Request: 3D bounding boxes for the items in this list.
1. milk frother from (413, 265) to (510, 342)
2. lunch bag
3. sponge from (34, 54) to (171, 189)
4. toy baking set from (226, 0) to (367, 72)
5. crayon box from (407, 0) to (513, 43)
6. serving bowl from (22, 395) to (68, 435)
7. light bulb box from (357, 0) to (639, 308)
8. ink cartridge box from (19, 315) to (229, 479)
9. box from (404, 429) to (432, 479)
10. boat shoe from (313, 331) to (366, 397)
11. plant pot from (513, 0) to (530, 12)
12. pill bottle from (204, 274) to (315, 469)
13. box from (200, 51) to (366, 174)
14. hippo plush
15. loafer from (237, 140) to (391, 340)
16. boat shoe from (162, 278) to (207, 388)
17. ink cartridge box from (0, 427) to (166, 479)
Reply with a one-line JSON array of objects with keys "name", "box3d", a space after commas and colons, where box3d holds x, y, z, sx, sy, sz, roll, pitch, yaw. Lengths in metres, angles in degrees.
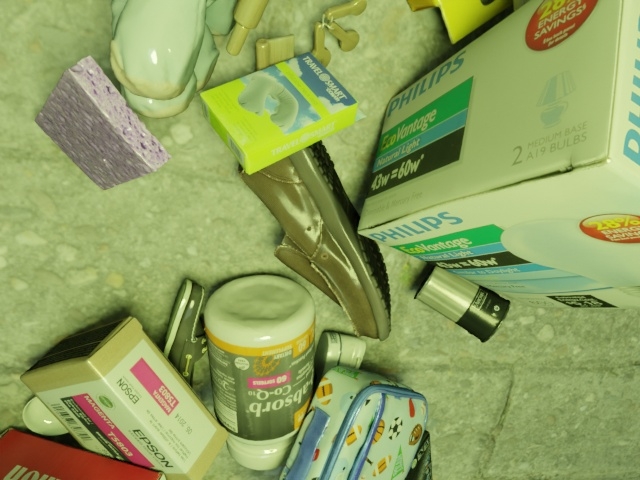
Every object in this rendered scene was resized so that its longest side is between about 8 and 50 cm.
[{"name": "milk frother", "box3d": [0.238, 0.106, 0.793, 0.135, 0.129, 0.143, 33, 138, 10]}, {"name": "lunch bag", "box3d": [0.042, 0.359, 0.713, 0.243, 0.115, 0.303, 29, 81, -48]}, {"name": "sponge", "box3d": [-0.253, -0.118, 0.512, 0.031, 0.210, 0.117, -51, 119, -28]}, {"name": "toy baking set", "box3d": [-0.001, -0.296, 0.527, 0.197, 0.030, 0.256, -16, 154, -41]}, {"name": "crayon box", "box3d": [0.165, -0.438, 0.551, 0.202, 0.081, 0.318, -33, 116, 0]}, {"name": "serving bowl", "box3d": [-0.421, 0.268, 0.718, 0.083, 0.027, 0.083, -5, 114, -12]}, {"name": "light bulb box", "box3d": [0.302, -0.072, 0.559, 0.361, 0.358, 0.225, 22, 73, -22]}, {"name": "ink cartridge box", "box3d": [-0.278, 0.238, 0.646, 0.193, 0.088, 0.234, -20, 110, 33]}, {"name": "box", "box3d": [0.165, 0.505, 0.908, 0.184, 0.045, 0.190, -34, 125, -45]}, {"name": "boat shoe", "box3d": [0.020, 0.286, 0.805, 0.084, 0.095, 0.258, 10, 110, -14]}, {"name": "plant pot", "box3d": [0.449, -0.321, 0.493, 0.334, 0.305, 0.333, -19, 124, -31]}, {"name": "pill bottle", "box3d": [-0.089, 0.207, 0.702, 0.162, 0.162, 0.278, -5, 117, -13]}, {"name": "box", "box3d": [-0.040, -0.163, 0.554, 0.178, 0.109, 0.042, -30, 158, -20]}, {"name": "hippo plush", "box3d": [-0.205, -0.273, 0.426, 0.237, 0.294, 0.234, 24, 73, -12]}, {"name": "loafer", "box3d": [0.000, 0.000, 0.678, 0.130, 0.134, 0.366, -22, 107, 17]}, {"name": "boat shoe", "box3d": [-0.208, 0.161, 0.703, 0.069, 0.081, 0.227, 15, 115, -17]}, {"name": "ink cartridge box", "box3d": [-0.363, 0.389, 0.641, 0.309, 0.130, 0.271, 4, 119, 21]}]
